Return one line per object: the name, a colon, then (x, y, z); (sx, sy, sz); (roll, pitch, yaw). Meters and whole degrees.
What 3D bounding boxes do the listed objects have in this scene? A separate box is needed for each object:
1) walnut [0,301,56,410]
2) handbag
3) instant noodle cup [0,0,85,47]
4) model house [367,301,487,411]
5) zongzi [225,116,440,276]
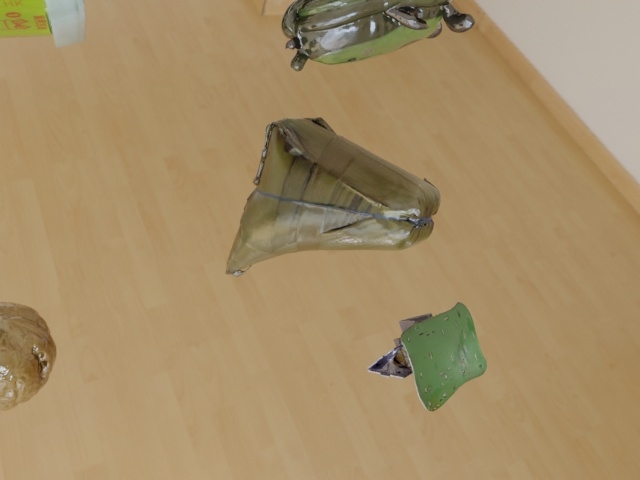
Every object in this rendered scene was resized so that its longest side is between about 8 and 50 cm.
walnut: (-0.514, 0.185, 0.870); (0.155, 0.184, 0.155); (20, 35, -15)
handbag: (0.028, -0.131, 0.313); (0.111, 0.047, 0.072); (-20, 21, -15)
instant noodle cup: (-0.368, -0.266, 0.392); (0.308, 0.294, 0.294); (-17, 63, -21)
model house: (0.148, 0.165, 0.769); (0.167, 0.088, 0.117); (-18, 89, -43)
zongzi: (0.000, 0.000, 0.750); (0.260, 0.289, 0.123); (33, 25, 20)
